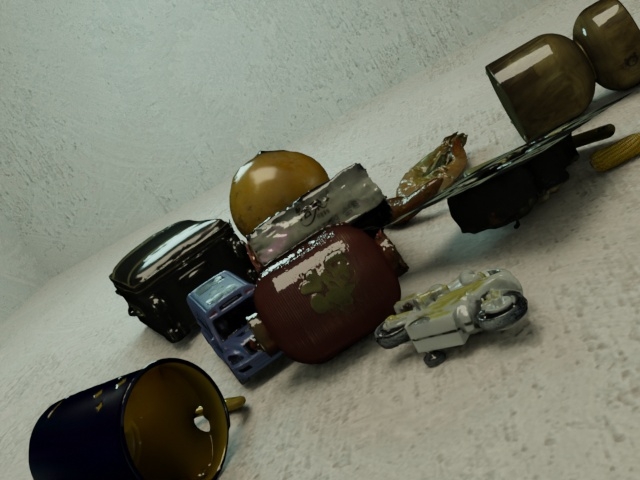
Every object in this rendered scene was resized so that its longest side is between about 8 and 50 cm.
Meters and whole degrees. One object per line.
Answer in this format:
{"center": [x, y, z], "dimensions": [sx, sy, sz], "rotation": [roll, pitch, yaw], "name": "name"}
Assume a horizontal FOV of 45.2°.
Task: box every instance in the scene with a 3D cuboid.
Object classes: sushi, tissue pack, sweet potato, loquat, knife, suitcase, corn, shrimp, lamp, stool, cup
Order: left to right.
{"center": [-0.243, 0.289, 1.087], "dimensions": [0.256, 0.255, 0.178], "rotation": [-23, 55, 39], "name": "cup"}
{"center": [-0.325, 0.080, 1.762], "dimensions": [0.283, 0.194, 0.434], "rotation": [-37, 14, -18], "name": "suitcase"}
{"center": [-0.088, -0.088, 1.684], "dimensions": [0.235, 0.235, 0.235], "rotation": [-29, 15, 9], "name": "loquat"}
{"center": [0.000, 0.000, 1.357], "dimensions": [0.245, 0.123, 0.332], "rotation": [-35, -9, -4], "name": "tissue pack"}
{"center": [0.003, 0.078, 1.137], "dimensions": [0.258, 0.180, 0.180], "rotation": [-30, 15, -3], "name": "lamp"}
{"center": [0.153, -0.065, 1.516], "dimensions": [0.255, 0.058, 0.078], "rotation": [-17, 46, 61], "name": "sweet potato"}
{"center": [0.254, -0.156, 1.616], "dimensions": [0.145, 0.061, 0.267], "rotation": [-14, 24, 46], "name": "shrimp"}
{"center": [0.323, -0.086, 1.224], "dimensions": [0.373, 0.100, 0.296], "rotation": [-30, 3, -41], "name": "sushi"}
{"center": [0.389, -0.157, 1.412], "dimensions": [0.343, 0.027, 0.061], "rotation": [-18, 31, 50], "name": "knife"}
{"center": [0.478, -0.329, 1.498], "dimensions": [0.264, 0.179, 0.179], "rotation": [-29, 15, 12], "name": "stool"}
{"center": [0.462, -0.137, 1.188], "dimensions": [0.092, 0.037, 0.037], "rotation": [-29, 15, 14], "name": "corn"}

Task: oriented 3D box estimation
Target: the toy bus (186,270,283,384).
{"center": [-0.142, 0.137, 1.321], "dimensions": [0.125, 0.133, 0.292], "rotation": [-35, 15, -13], "name": "toy bus"}

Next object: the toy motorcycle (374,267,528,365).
{"center": [0.176, 0.084, 0.983], "dimensions": [0.229, 0.074, 0.151], "rotation": [-19, 17, 44], "name": "toy motorcycle"}
